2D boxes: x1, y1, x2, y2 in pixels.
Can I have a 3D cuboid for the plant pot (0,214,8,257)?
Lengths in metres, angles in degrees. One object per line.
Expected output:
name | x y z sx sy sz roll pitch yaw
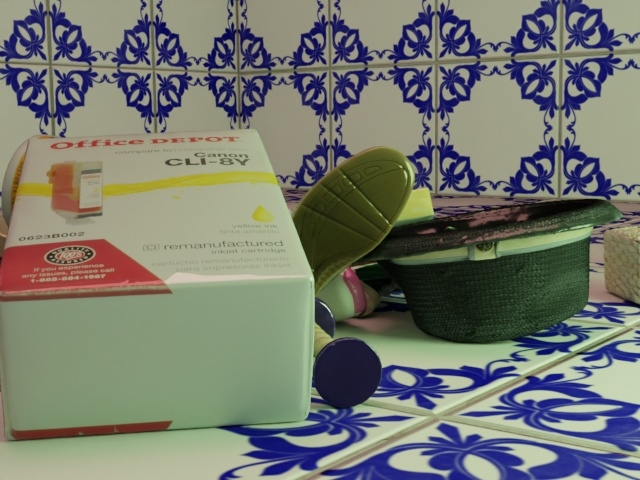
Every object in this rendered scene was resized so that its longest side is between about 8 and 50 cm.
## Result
plant pot | -0.591 0.020 1.863 0.096 0.109 0.109 14 11 16

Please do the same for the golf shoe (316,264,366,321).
golf shoe | -0.066 0.074 1.409 0.140 0.115 0.306 -31 24 -34

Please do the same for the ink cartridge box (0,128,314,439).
ink cartridge box | -0.175 0.022 1.043 0.279 0.160 0.384 -3 26 -10

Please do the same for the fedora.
fedora | 0.227 0.043 1.301 0.334 0.152 0.334 -9 5 1

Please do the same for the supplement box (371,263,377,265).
supplement box | 0.077 0.027 1.979 0.098 0.036 0.062 1 8 15

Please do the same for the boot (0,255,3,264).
boot | -0.459 0.037 1.391 0.229 0.091 0.263 -10 -21 -45

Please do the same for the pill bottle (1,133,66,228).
pill bottle | -0.304 -0.053 1.453 0.278 0.162 0.162 13 10 13

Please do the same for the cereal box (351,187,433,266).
cereal box | 0.078 -0.012 1.515 0.173 0.047 0.240 -10 -14 1

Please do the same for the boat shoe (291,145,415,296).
boat shoe | 0.000 0.000 1.270 0.109 0.302 0.098 38 9 -7

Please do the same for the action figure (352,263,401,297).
action figure | 0.083 0.065 1.544 0.232 0.063 0.137 -4 4 11

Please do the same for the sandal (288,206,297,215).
sandal | -0.038 -0.007 2.080 0.416 0.102 0.169 -11 -12 18

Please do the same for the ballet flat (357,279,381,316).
ballet flat | 0.018 0.057 1.469 0.168 0.057 0.052 38 34 26

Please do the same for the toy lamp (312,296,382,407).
toy lamp | -0.002 0.113 1.102 0.080 0.080 0.275 -2 10 -13

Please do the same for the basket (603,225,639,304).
basket | 0.511 0.035 1.538 0.103 0.113 0.167 -4 6 -5

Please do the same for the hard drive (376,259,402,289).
hard drive | 0.155 0.058 1.463 0.094 0.022 0.135 -7 42 -38
